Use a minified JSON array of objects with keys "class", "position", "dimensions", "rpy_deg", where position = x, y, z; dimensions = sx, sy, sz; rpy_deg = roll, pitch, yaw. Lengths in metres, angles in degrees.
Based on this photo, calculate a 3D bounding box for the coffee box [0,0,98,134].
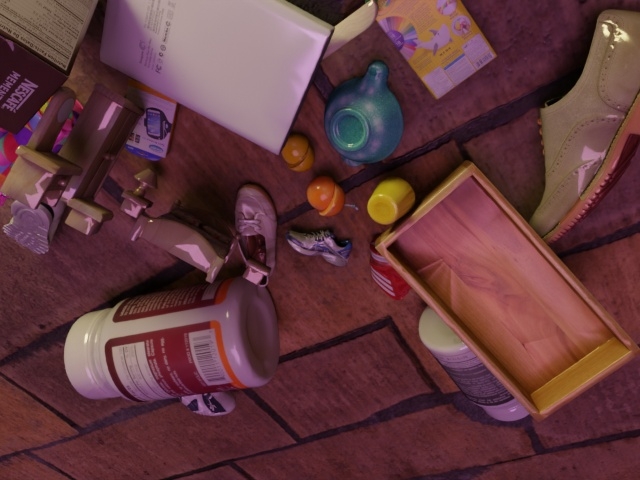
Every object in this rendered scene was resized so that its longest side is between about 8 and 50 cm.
[{"class":"coffee box","position":[-0.366,-0.275,0.610],"dimensions":[0.141,0.246,0.098],"rpy_deg":[-25,140,32]}]

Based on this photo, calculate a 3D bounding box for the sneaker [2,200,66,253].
[{"class":"sneaker","position":[-0.533,-0.048,0.928],"dimensions":[0.090,0.095,0.235],"rpy_deg":[35,143,-25]}]

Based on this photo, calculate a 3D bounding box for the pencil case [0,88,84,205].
[{"class":"pencil case","position":[-0.498,-0.159,0.825],"dimensions":[0.236,0.104,0.104],"rpy_deg":[-33,118,27]}]

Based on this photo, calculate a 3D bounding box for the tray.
[{"class":"tray","position":[0.305,0.087,0.814],"dimensions":[0.203,0.076,0.411],"rpy_deg":[-42,94,15]}]

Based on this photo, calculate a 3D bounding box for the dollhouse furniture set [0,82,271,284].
[{"class":"dollhouse furniture set","position":[-0.205,-0.063,0.736],"dimensions":[0.355,0.303,0.174],"rpy_deg":[30,94,-8]}]

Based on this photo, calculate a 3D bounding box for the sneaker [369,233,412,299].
[{"class":"sneaker","position":[0.203,0.059,0.943],"dimensions":[0.221,0.087,0.128],"rpy_deg":[12,137,12]}]

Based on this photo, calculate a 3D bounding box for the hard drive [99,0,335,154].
[{"class":"hard drive","position":[-0.158,-0.281,0.700],"dimensions":[0.307,0.040,0.203],"rpy_deg":[27,126,-3]}]

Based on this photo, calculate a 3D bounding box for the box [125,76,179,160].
[{"class":"box","position":[-0.287,-0.201,0.817],"dimensions":[0.081,0.028,0.136],"rpy_deg":[20,129,-10]}]

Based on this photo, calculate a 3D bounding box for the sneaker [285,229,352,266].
[{"class":"sneaker","position":[0.000,0.000,0.933],"dimensions":[0.135,0.052,0.058],"rpy_deg":[19,117,-17]}]

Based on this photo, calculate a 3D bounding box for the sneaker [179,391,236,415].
[{"class":"sneaker","position":[-0.287,0.338,1.185],"dimensions":[0.235,0.094,0.153],"rpy_deg":[38,131,-10]}]

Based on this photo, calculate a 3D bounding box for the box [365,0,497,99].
[{"class":"box","position":[0.154,-0.301,0.685],"dimensions":[0.105,0.043,0.179],"rpy_deg":[-33,120,27]}]

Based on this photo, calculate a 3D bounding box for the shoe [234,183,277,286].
[{"class":"shoe","position":[-0.120,-0.005,0.928],"dimensions":[0.076,0.058,0.219],"rpy_deg":[0,127,6]}]

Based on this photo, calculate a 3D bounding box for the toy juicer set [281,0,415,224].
[{"class":"toy juicer set","position":[0.030,-0.185,0.774],"dimensions":[0.209,0.089,0.329],"rpy_deg":[2,118,30]}]

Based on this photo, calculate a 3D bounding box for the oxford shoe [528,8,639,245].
[{"class":"oxford shoe","position":[0.401,-0.150,0.746],"dimensions":[0.146,0.140,0.397],"rpy_deg":[37,140,24]}]

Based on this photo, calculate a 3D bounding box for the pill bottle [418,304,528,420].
[{"class":"pill bottle","position":[0.337,0.242,1.007],"dimensions":[0.161,0.161,0.283],"rpy_deg":[-26,120,23]}]

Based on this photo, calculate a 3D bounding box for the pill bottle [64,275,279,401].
[{"class":"pill bottle","position":[-0.303,0.212,1.010],"dimensions":[0.392,0.224,0.224],"rpy_deg":[-11,125,14]}]
